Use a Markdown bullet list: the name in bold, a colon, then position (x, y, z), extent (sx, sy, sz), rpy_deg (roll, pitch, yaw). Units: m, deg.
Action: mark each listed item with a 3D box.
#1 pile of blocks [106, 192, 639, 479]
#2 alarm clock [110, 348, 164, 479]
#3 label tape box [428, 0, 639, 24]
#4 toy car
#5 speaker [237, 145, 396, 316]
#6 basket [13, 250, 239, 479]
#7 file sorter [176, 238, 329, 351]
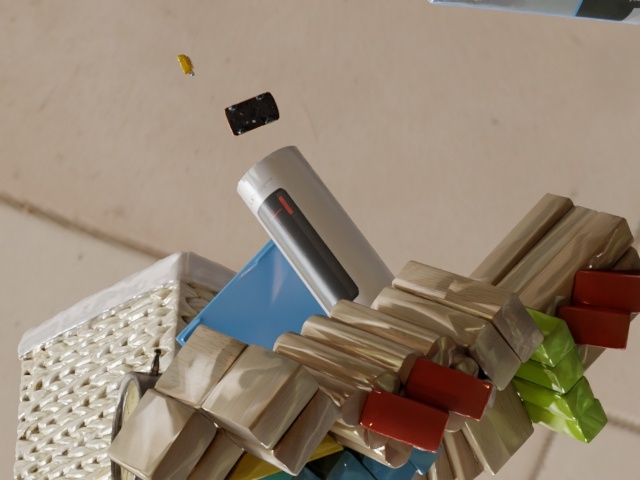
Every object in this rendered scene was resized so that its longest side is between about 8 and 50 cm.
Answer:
- **pile of blocks**: position (0.068, 0.090, 0.899), extent (0.362, 0.112, 0.149), rpy_deg (-19, 114, -35)
- **alarm clock**: position (-0.164, 0.212, 1.608), extent (0.064, 0.129, 0.192), rpy_deg (9, 67, -17)
- **label tape box**: position (0.239, -0.376, 1.496), extent (0.249, 0.115, 0.348), rpy_deg (2, 128, -28)
- **toy car**: position (-0.096, -0.167, 1.793), extent (0.060, 0.040, 0.122), rpy_deg (-39, 90, 7)
- **speaker**: position (0.000, 0.000, 1.160), extent (0.055, 0.055, 0.136), rpy_deg (-39, 75, 12)
- **basket**: position (-0.151, 0.223, 1.979), extent (0.328, 0.266, 0.331), rpy_deg (27, 140, -37)
- **file sorter**: position (-0.010, 0.088, 1.366), extent (0.170, 0.104, 0.118), rpy_deg (44, 100, -2)
